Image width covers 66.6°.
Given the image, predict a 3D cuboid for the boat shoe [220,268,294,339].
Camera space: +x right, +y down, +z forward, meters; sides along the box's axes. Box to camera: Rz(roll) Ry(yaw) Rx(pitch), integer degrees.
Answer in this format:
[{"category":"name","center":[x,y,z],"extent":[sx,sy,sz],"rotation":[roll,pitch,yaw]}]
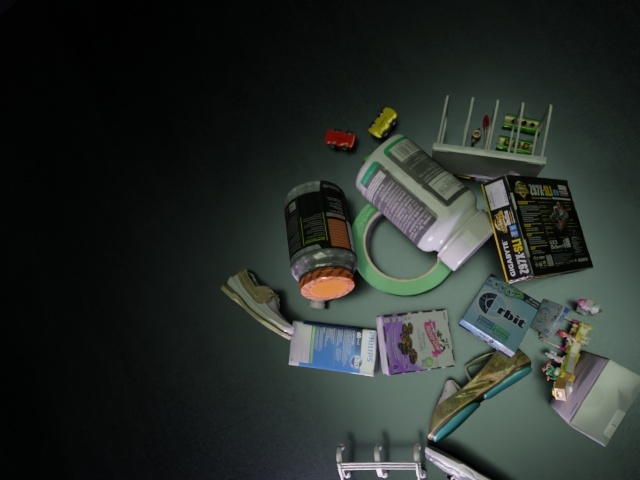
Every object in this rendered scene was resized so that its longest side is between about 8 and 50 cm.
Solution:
[{"category":"boat shoe","center":[-0.182,0.188,1.510],"extent":[0.302,0.113,0.103],"rotation":[33,78,30]}]

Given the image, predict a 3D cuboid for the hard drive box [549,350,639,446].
[{"category":"hard drive box","center":[0.675,0.380,1.209],"extent":[0.089,0.232,0.181],"rotation":[31,92,17]}]

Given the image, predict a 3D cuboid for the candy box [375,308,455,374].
[{"category":"candy box","center":[0.267,0.284,1.382],"extent":[0.196,0.070,0.164],"rotation":[-5,80,-9]}]

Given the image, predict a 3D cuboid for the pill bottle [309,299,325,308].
[{"category":"pill bottle","center":[0.000,0.149,1.508],"extent":[0.067,0.067,0.120],"rotation":[11,85,16]}]

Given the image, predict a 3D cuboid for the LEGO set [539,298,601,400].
[{"category":"LEGO set","center":[0.631,0.283,1.286],"extent":[0.107,0.132,0.287],"rotation":[25,67,22]}]

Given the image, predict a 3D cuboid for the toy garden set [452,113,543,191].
[{"category":"toy garden set","center":[0.518,-0.263,1.434],"extent":[0.204,0.049,0.244],"rotation":[17,87,16]}]

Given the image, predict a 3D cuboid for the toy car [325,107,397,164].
[{"category":"toy car","center":[0.152,-0.278,1.533],"extent":[0.239,0.053,0.224],"rotation":[-19,78,12]}]

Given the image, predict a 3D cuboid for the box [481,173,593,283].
[{"category":"box","center":[0.568,-0.033,1.262],"extent":[0.079,0.322,0.257],"rotation":[-26,72,49]}]

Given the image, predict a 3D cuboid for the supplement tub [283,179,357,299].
[{"category":"supplement tub","center":[0.000,0.000,1.420],"extent":[0.194,0.193,0.315],"rotation":[-15,59,13]}]

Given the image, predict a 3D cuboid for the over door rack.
[{"category":"over door rack","center":[0.181,0.722,1.372],"extent":[0.240,0.108,0.324],"rotation":[-7,95,14]}]

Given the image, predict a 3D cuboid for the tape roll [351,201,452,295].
[{"category":"tape roll","center":[0.251,0.006,1.456],"extent":[0.322,0.077,0.321],"rotation":[-2,81,15]}]

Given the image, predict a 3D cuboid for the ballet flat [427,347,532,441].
[{"category":"ballet flat","center":[0.416,0.410,1.347],"extent":[0.348,0.123,0.123],"rotation":[-41,74,7]}]

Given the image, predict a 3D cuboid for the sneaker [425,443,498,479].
[{"category":"sneaker","center":[0.386,0.695,1.307],"extent":[0.296,0.124,0.178],"rotation":[29,81,16]}]

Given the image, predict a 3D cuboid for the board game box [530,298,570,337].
[{"category":"board game box","center":[0.619,0.210,1.323],"extent":[0.020,0.090,0.090],"rotation":[31,91,-12]}]

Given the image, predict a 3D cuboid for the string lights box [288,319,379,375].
[{"category":"string lights box","center":[0.043,0.320,1.468],"extent":[0.260,0.077,0.133],"rotation":[4,84,15]}]

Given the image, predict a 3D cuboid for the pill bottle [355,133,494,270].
[{"category":"pill bottle","center":[0.284,-0.101,1.315],"extent":[0.204,0.204,0.361],"rotation":[-46,74,5]}]

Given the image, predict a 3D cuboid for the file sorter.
[{"category":"file sorter","center":[0.458,-0.276,1.329],"extent":[0.278,0.193,0.173],"rotation":[10,82,14]}]

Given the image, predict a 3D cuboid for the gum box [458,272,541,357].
[{"category":"gum box","center":[0.492,0.202,1.336],"extent":[0.157,0.041,0.184],"rotation":[34,59,17]}]
